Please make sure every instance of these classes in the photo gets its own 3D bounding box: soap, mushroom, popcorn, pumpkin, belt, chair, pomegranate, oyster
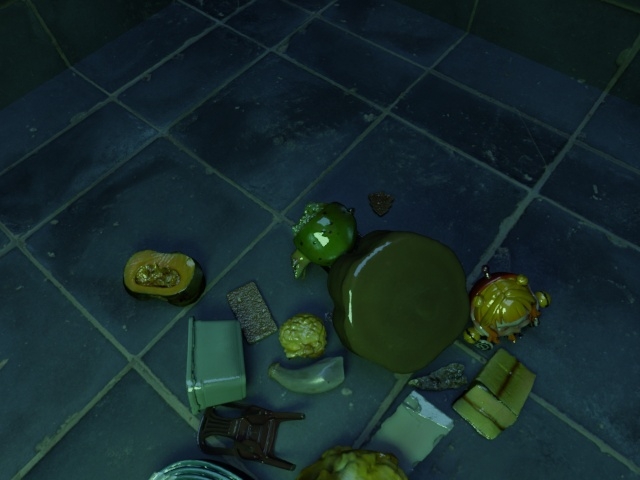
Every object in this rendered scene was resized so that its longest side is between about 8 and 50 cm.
[{"bbox_3d":[0.240,0.619,1.286,0.159,0.258,0.302,40,69,20],"label":"soap"},{"bbox_3d":[-0.049,0.469,1.471,0.270,0.103,0.118,-6,60,4],"label":"mushroom"},{"bbox_3d":[0.089,0.768,1.172,0.390,0.354,0.344,27,24,9],"label":"popcorn"},{"bbox_3d":[-0.608,0.130,1.661,0.317,0.139,0.222,6,64,8],"label":"pumpkin"},{"bbox_3d":[-0.318,0.824,1.235,0.436,0.173,0.300,21,66,13],"label":"belt"},{"bbox_3d":[-0.235,0.623,1.381,0.326,0.183,0.176,-18,49,45],"label":"chair"},{"bbox_3d":[0.000,0.000,1.599,0.260,0.260,0.341,39,101,21],"label":"pomegranate"},{"bbox_3d":[-0.062,0.342,1.509,0.180,0.180,0.170,15,96,10],"label":"popcorn"},{"bbox_3d":[0.415,0.484,1.470,0.199,0.061,0.106,-27,64,-13],"label":"oyster"}]

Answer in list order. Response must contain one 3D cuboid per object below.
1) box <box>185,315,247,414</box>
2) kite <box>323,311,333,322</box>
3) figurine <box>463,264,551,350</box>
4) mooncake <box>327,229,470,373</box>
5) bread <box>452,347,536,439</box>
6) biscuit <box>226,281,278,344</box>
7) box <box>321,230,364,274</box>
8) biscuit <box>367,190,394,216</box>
[{"bbox_3d":[-0.350,0.407,1.443,0.182,0.175,0.312,-4,40,-12],"label":"box"},{"bbox_3d":[0.020,0.298,1.620,0.078,0.002,0.044,-22,62,-11],"label":"kite"},{"bbox_3d":[0.615,0.229,1.450,0.320,0.323,0.196,-28,47,1],"label":"figurine"},{"bbox_3d":[0.252,0.194,1.437,0.466,0.262,0.467,0,91,-10],"label":"mooncake"},{"bbox_3d":[0.600,0.519,1.458,0.167,0.163,0.264,42,38,23],"label":"bread"},{"bbox_3d":[-0.264,0.274,1.628,0.131,0.025,0.231,-24,62,-13],"label":"biscuit"},{"bbox_3d":[0.113,0.068,1.717,0.211,0.058,0.350,-39,66,-17],"label":"box"},{"bbox_3d":[0.263,-0.160,1.862,0.119,0.019,0.130,6,60,5],"label":"biscuit"}]
